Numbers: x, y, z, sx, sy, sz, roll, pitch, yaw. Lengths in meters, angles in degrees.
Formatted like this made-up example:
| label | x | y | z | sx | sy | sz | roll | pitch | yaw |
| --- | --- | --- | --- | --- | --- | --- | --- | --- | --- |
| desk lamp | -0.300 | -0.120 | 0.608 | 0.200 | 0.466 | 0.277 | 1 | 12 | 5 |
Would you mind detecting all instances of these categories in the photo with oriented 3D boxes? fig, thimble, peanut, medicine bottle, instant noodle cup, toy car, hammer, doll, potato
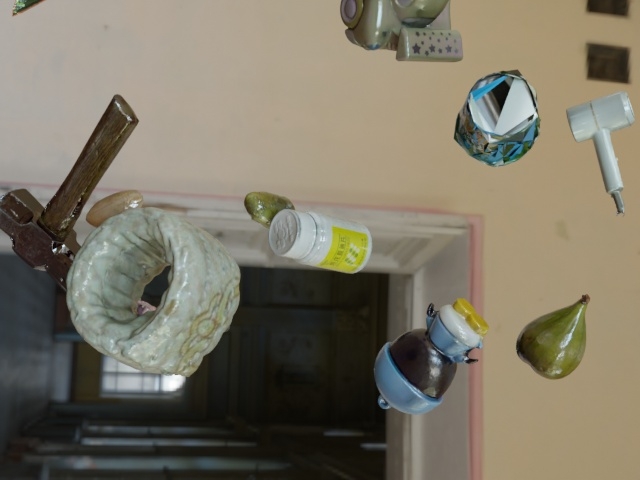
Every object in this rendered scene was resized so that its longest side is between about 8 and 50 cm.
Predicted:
| label | x | y | z | sx | sy | sz | roll | pitch | yaw |
| --- | --- | --- | --- | --- | --- | --- | --- | --- | --- |
| fig | 0.466 | 0.187 | 1.815 | 0.133 | 0.126 | 0.185 | -102 | -167 | -62 |
| thimble | -0.305 | 0.100 | 1.641 | 0.195 | 0.291 | 0.292 | 38 | 45 | -57 |
| peanut | -0.485 | -0.073 | 2.131 | 0.076 | 0.152 | 0.076 | 62 | 12 | -24 |
| medicine bottle | 0.000 | 0.000 | 2.334 | 0.143 | 0.258 | 0.144 | -17 | -113 | 47 |
| instant noodle cup | 0.476 | -0.332 | 2.388 | 0.178 | 0.240 | 0.240 | 58 | 32 | -76 |
| toy car | 0.198 | -0.558 | 1.897 | 0.226 | 0.242 | 0.336 | 36 | -56 | 50 |
| hammer | -0.468 | -0.107 | 1.768 | 0.409 | 0.242 | 0.095 | -51 | 173 | 22 |
| doll | 0.232 | 0.263 | 1.971 | 0.314 | 0.141 | 0.177 | -47 | -114 | 22 |
| potato | -0.128 | -0.081 | 2.373 | 0.085 | 0.188 | 0.105 | -33 | -121 | 26 |

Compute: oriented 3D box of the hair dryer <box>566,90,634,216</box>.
| label | x | y | z | sx | sy | sz | roll | pitch | yaw |
| --- | --- | --- | --- | --- | --- | --- | --- | --- | --- |
| hair dryer | 0.821 | -0.235 | 2.543 | 0.107 | 0.173 | 0.358 | 18 | 59 | -60 |

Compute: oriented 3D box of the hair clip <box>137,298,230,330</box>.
| label | x | y | z | sx | sy | sz | roll | pitch | yaw |
| --- | --- | --- | --- | --- | --- | --- | --- | --- | --- |
| hair clip | -0.389 | 0.209 | 2.377 | 0.173 | 0.300 | 0.069 | 63 | 46 | -70 |

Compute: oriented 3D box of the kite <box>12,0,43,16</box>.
| label | x | y | z | sx | sy | sz | roll | pitch | yaw |
| --- | --- | --- | --- | --- | --- | --- | --- | --- | --- |
| kite | -0.407 | -0.495 | 1.446 | 0.016 | 0.233 | 0.321 | 3 | -97 | 49 |
